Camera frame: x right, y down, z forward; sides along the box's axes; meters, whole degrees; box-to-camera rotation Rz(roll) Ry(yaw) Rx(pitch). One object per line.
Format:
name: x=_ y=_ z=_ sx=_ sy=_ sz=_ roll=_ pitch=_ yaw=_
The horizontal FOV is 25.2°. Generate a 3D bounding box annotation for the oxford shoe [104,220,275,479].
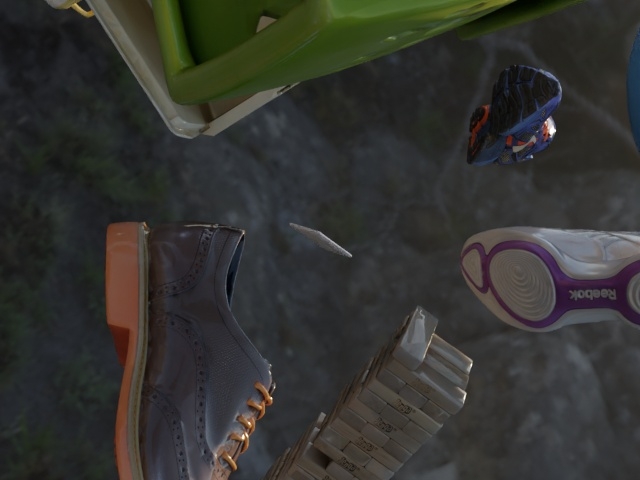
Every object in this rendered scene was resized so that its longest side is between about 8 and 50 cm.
oxford shoe: x=-0.099 y=0.147 z=1.171 sx=0.130 sy=0.133 sz=0.363 roll=96 pitch=-12 yaw=-70

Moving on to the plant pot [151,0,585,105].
plant pot: x=0.036 y=-0.197 z=0.677 sx=0.207 sy=0.228 sz=0.227 roll=-10 pitch=91 yaw=-23

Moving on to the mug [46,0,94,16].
mug: x=-0.288 y=-0.295 z=1.660 sx=0.078 sy=0.064 sz=0.062 roll=53 pitch=13 yaw=-4

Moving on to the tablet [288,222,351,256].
tablet: x=0.000 y=0.000 z=1.855 sx=0.083 sy=0.054 sz=0.006 roll=36 pitch=76 yaw=-49

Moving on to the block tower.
block tower: x=0.036 y=0.225 z=1.570 sx=0.097 sy=0.335 sz=0.091 roll=35 pitch=31 yaw=-5

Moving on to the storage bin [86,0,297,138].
storage bin: x=-0.066 y=-0.257 z=1.218 sx=0.260 sy=0.262 sz=0.123 roll=58 pitch=15 yaw=-6

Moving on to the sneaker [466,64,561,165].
sneaker: x=0.241 y=-0.146 z=1.689 sx=0.087 sy=0.221 sz=0.083 roll=5 pitch=77 yaw=-10

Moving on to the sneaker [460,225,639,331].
sneaker: x=0.310 y=0.043 z=1.622 sx=0.152 sy=0.305 sz=0.114 roll=-19 pitch=114 yaw=-59

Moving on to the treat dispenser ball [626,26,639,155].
treat dispenser ball: x=0.421 y=-0.136 z=1.282 sx=0.288 sy=0.288 sz=0.288 roll=43 pitch=31 yaw=-34
